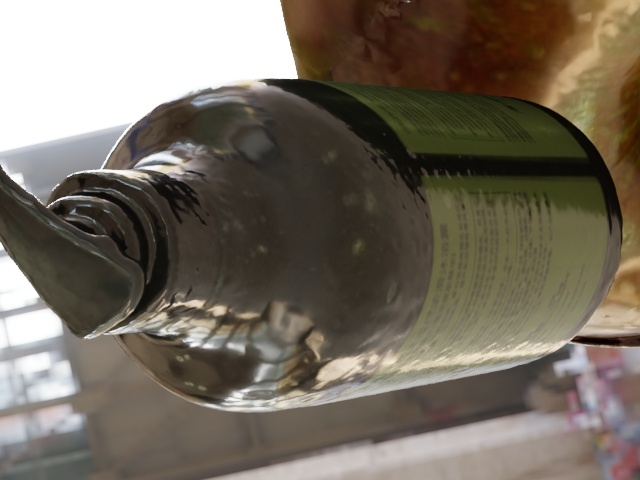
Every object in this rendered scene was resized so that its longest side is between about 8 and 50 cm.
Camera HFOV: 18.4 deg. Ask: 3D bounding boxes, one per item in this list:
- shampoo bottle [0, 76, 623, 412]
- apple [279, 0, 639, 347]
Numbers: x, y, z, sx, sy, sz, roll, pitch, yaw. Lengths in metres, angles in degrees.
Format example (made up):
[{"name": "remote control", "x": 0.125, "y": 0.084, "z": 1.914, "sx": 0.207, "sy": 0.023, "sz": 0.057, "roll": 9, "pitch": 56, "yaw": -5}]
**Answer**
[{"name": "shampoo bottle", "x": 0.000, "y": 0.000, "z": 0.615, "sx": 0.284, "sy": 0.101, "sz": 0.101, "roll": -3, "pitch": -100, "yaw": -61}, {"name": "apple", "x": 0.134, "y": -0.154, "z": 0.899, "sx": 0.374, "sy": 0.374, "sz": 0.384, "roll": -99, "pitch": 23, "yaw": -46}]
